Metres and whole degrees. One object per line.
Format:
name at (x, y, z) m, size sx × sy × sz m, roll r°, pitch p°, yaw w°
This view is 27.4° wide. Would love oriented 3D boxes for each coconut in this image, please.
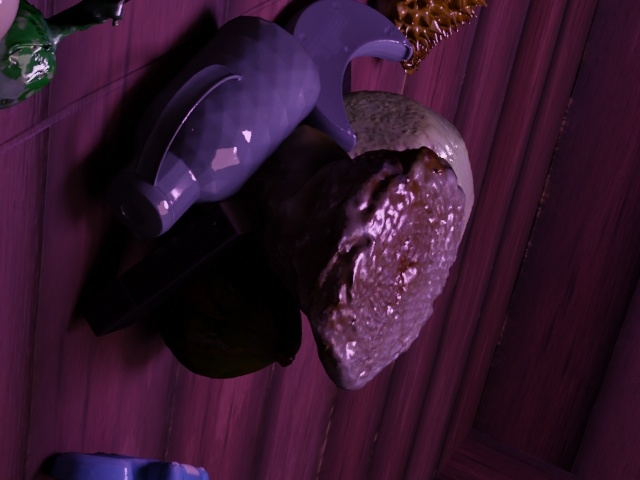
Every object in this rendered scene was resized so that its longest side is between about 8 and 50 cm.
coconut at (0.064, -0.048, 1.856) m, size 0.328 × 0.281 × 0.328 m, roll -30°, pitch 141°, yaw -28°

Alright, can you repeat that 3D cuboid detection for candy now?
candy at (-0.171, -0.204, 1.116) m, size 0.323 × 0.097 × 0.097 m, roll -25°, pitch 151°, yaw -6°

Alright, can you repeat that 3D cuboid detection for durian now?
durian at (0.163, -0.394, 1.988) m, size 0.172 × 0.166 × 0.306 m, roll -3°, pitch 112°, yaw -36°

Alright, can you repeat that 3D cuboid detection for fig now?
fig at (-0.099, 0.096, 1.664) m, size 0.195 × 0.245 × 0.195 m, roll -30°, pitch 136°, yaw -34°

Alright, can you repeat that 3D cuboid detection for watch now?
watch at (-0.249, 0.366, 1.638) m, size 0.211 × 0.211 × 0.193 m, roll 41°, pitch 55°, yaw -70°

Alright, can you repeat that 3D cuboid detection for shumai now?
shumai at (0.000, 0.000, 1.590) m, size 0.304 × 0.263 × 0.309 m, roll -63°, pitch 153°, yaw -9°

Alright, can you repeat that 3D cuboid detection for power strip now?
power strip at (0.015, -0.224, 1.716) m, size 0.054 × 0.167 × 0.253 m, roll -36°, pitch -165°, yaw 50°

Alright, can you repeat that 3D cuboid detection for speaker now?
speaker at (-0.171, 0.030, 1.500) m, size 0.218 × 0.044 × 0.082 m, roll -35°, pitch 173°, yaw 21°

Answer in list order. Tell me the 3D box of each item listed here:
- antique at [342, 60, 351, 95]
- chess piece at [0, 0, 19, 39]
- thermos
antique at (0.033, -0.278, 1.924) m, size 0.031 × 0.015 × 0.192 m, roll -54°, pitch 157°, yaw -33°
chess piece at (-0.313, -0.126, 0.985) m, size 0.144 × 0.144 × 0.251 m, roll 73°, pitch 39°, yaw -62°
thermos at (-0.124, -0.128, 1.461) m, size 0.286 × 0.145 × 0.182 m, roll -52°, pitch 167°, yaw -37°
